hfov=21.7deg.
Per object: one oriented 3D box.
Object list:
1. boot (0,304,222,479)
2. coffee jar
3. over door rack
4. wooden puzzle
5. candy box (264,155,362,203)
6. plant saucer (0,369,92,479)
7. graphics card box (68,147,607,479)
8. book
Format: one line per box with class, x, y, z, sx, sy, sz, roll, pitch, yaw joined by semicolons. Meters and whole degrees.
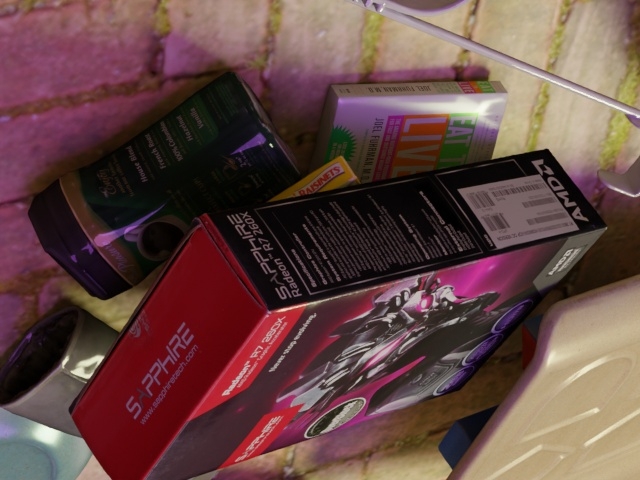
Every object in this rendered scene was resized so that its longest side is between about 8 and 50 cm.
boot;-0.131;0.104;1.339;0.189;0.076;0.208;-48;124;0
coffee jar;-0.112;-0.036;1.194;0.184;0.079;0.096;-32;145;2
over door rack;0.097;-0.194;1.036;0.108;0.239;0.324;-41;137;21
wooden puzzle;0.243;0.135;1.514;0.322;0.080;0.348;-16;144;-34
candy box;0.000;0.000;1.278;0.105;0.027;0.206;-31;161;4
plant saucer;-0.269;0.185;1.360;0.195;0.037;0.195;-15;138;-15
graphics card box;0.020;0.056;1.253;0.371;0.094;0.233;-13;149;-44
book;0.066;-0.079;1.291;0.144;0.035;0.096;-4;131;-23
